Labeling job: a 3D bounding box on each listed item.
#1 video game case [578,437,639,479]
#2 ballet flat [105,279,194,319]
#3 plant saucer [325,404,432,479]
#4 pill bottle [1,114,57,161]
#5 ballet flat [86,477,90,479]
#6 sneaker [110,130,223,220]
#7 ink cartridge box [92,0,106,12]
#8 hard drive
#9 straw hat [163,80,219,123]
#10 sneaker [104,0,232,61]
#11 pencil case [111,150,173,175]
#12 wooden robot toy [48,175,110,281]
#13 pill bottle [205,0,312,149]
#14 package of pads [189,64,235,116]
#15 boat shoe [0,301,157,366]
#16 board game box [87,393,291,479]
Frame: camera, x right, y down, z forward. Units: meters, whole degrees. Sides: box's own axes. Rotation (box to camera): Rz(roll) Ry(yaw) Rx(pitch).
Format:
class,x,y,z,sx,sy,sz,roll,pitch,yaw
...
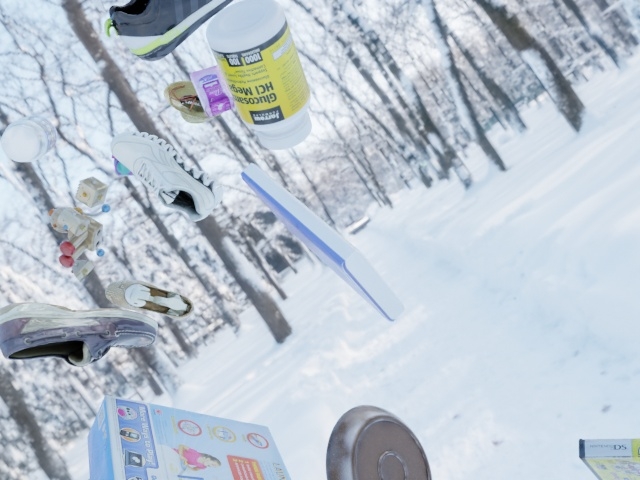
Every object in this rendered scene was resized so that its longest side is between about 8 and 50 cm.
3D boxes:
class,x,y,z,sx,sy,sz,roll,pitch,yaw
video game case,0.568,0.369,1.052,0.248,0.275,0.035,-13,49,33
ballet flat,-0.380,0.131,1.537,0.206,0.073,0.067,14,-16,-25
plant saucer,0.144,0.505,1.467,0.050,0.311,0.310,-32,3,42
pill bottle,-0.541,-0.188,1.258,0.078,0.078,0.137,-35,19,1
ballet flat,-0.367,0.437,1.148,0.248,0.086,0.086,-37,1,-21
sneaker,-0.373,-0.153,1.607,0.110,0.292,0.118,-50,12,40
ink cartridge box,-0.325,-0.396,0.880,0.060,0.180,0.104,-42,-12,-14
hard drive,0.000,0.000,1.194,0.040,0.318,0.210,-45,-42,-4
straw hat,-0.288,-0.301,1.546,0.144,0.144,0.061,-36,-23,-42
sneaker,-0.180,-0.334,0.877,0.235,0.084,0.097,-45,-43,0
pencil case,-0.460,-0.202,1.762,0.151,0.065,0.070,-4,-28,-6
wooden robot toy,-0.340,-0.020,0.915,0.076,0.079,0.173,-48,-13,-46
pill bottle,-0.131,-0.388,1.627,0.187,0.334,0.188,-11,45,11
package of pads,-0.177,-0.245,1.105,0.050,0.083,0.032,-22,-28,-8
boat shoe,-0.404,0.168,1.145,0.102,0.093,0.285,-35,-32,33
board game box,-0.185,0.382,1.027,0.086,0.301,0.308,-64,27,12
